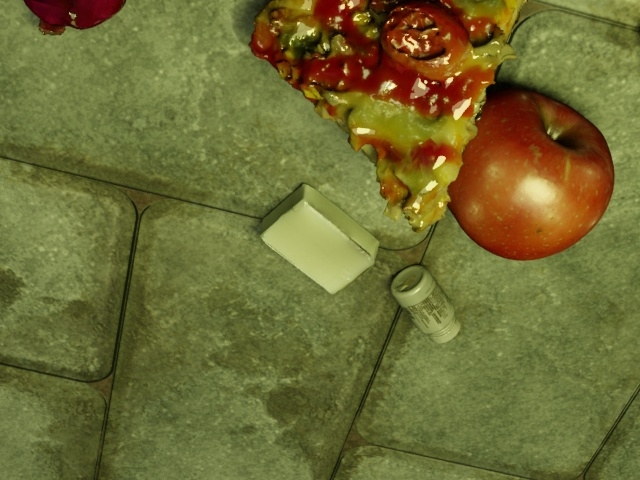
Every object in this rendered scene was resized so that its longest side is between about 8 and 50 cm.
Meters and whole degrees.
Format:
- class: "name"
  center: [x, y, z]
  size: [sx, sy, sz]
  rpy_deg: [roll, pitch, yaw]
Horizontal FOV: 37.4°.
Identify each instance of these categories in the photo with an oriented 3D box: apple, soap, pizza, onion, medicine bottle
- class: "apple"
  center: [0.300, -0.098, 1.415]
  size: [0.260, 0.260, 0.216]
  rpy_deg: [26, 128, -14]
- class: "soap"
  center: [0.000, 0.000, 1.630]
  size: [0.183, 0.064, 0.121]
  rpy_deg: [39, 121, -22]
- class: "pizza"
  center: [0.126, -0.218, 1.306]
  size: [0.440, 0.130, 0.406]
  rpy_deg: [-14, 82, 16]
- class: "onion"
  center: [-0.369, -0.355, 1.351]
  size: [0.173, 0.135, 0.198]
  rpy_deg: [24, 127, -9]
- class: "medicine bottle"
  center: [0.191, 0.116, 1.692]
  size: [0.079, 0.079, 0.140]
  rpy_deg: [-26, 121, 21]
